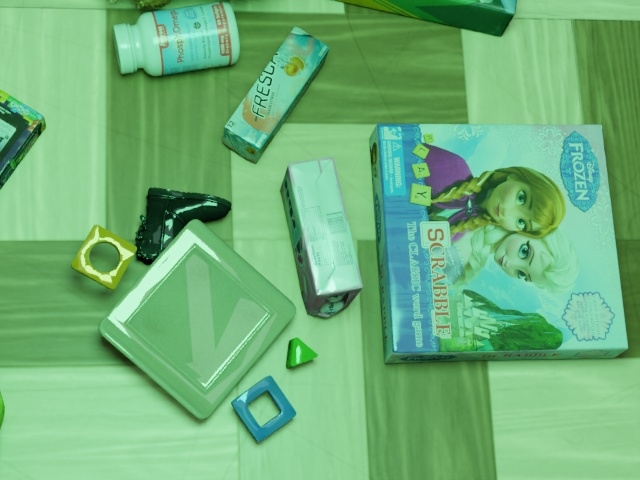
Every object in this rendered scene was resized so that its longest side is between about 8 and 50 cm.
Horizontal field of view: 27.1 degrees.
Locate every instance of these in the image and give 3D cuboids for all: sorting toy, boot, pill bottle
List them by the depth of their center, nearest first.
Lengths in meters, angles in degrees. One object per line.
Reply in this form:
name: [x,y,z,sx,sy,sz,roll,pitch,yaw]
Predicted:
sorting toy: [-0.157,0.099,1.686,0.348,0.047,0.196,42,73,-6]
boot: [-0.182,-0.013,1.728,0.121,0.045,0.099,8,72,-1]
pill bottle: [-0.194,-0.268,1.780,0.160,0.087,0.087,-11,75,-11]

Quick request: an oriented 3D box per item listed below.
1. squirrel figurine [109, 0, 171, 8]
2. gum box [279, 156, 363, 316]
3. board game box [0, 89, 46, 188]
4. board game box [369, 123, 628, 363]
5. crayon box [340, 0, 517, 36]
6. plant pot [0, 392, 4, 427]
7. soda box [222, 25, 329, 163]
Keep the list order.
squirrel figurine: [-0.185,-0.507,1.738,0.370,0.281,0.397,15,77,-12]
gum box: [0.000,0.000,1.717,0.062,0.107,0.188,-9,75,-11]
board game box: [-0.467,-0.144,1.724,0.170,0.048,0.141,32,74,2]
board game box: [0.234,0.001,1.773,0.318,0.066,0.318,-1,74,-9]
crayon box: [0.123,-0.425,1.876,0.323,0.083,0.203,11,72,-4]
plant pot: [-0.500,0.146,1.519,0.207,0.227,0.228,-15,98,-6]
soda box: [-0.061,-0.196,1.790,0.058,0.063,0.183,32,72,2]
